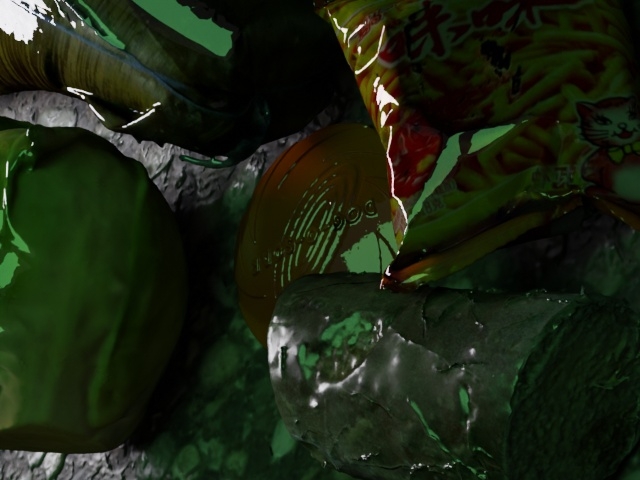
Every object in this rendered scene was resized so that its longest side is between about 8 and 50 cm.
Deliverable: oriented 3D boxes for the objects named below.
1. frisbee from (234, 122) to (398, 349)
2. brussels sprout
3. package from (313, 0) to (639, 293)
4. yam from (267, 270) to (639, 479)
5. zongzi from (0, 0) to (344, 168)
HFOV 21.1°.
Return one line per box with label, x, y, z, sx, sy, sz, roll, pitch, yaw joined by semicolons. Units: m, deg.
frisbee;0.000;0.000;1.304;0.192;0.035;0.192;-15;67;38
brussels sprout;-0.234;0.027;1.376;0.259;0.227;0.294;-24;71;51
package;0.117;-0.094;1.153;0.223;0.108;0.288;-14;58;10
yam;0.085;0.099;1.123;0.254;0.154;0.154;3;78;41
zongzi;-0.182;-0.144;1.450;0.403;0.207;0.432;50;136;23
